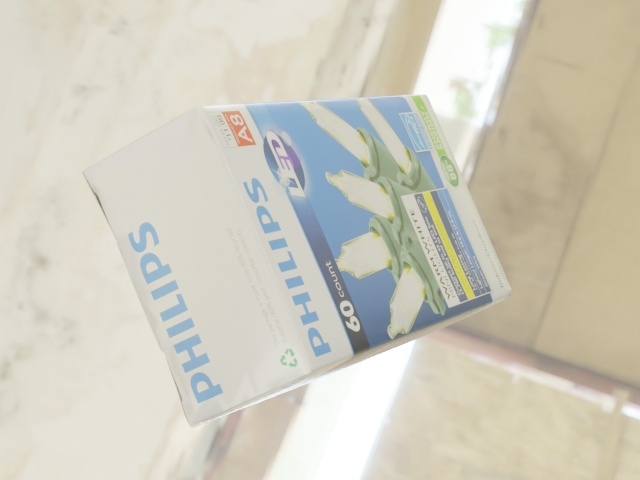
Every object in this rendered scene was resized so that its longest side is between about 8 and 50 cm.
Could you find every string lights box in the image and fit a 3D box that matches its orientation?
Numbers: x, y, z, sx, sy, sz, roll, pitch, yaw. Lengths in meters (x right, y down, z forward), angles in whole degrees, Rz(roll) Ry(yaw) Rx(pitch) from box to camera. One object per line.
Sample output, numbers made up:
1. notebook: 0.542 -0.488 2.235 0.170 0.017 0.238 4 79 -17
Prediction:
1. string lights box: 0.000 0.000 0.813 0.260 0.077 0.133 -14 -101 -63
